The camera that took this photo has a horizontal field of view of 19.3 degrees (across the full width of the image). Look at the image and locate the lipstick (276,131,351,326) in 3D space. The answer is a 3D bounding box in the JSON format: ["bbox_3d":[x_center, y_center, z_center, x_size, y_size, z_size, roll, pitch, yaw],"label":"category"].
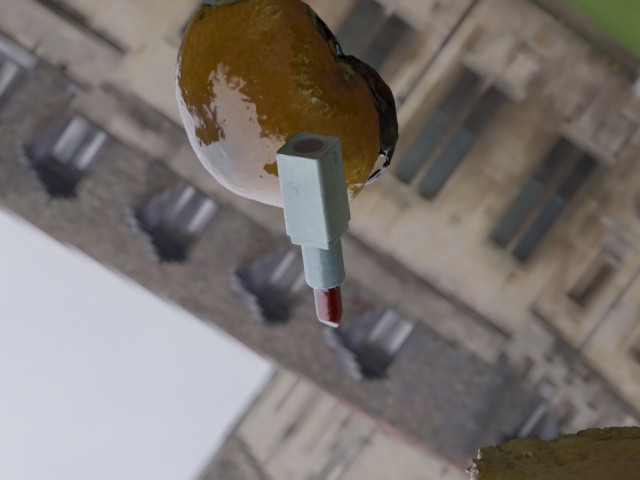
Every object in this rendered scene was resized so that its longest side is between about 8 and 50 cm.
[{"bbox_3d":[0.000,0.000,1.118,0.030,0.129,0.030,9,-145,27],"label":"lipstick"}]

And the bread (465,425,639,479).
[{"bbox_3d":[0.190,0.185,1.052,0.246,0.121,0.174,6,-156,3],"label":"bread"}]

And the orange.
[{"bbox_3d":[-0.035,-0.087,1.263,0.170,0.112,0.160,13,136,23],"label":"orange"}]
